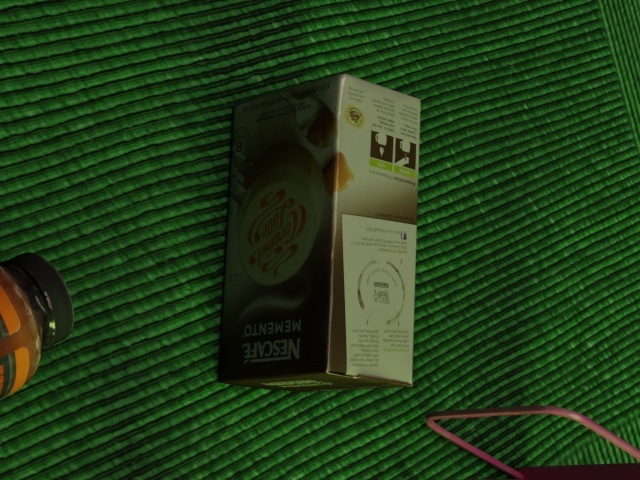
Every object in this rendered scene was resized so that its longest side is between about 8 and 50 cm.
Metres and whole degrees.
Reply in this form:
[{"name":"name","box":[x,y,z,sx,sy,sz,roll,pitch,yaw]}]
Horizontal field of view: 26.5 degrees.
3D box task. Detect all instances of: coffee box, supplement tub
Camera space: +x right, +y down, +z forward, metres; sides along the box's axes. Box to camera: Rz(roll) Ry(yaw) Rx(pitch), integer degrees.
[{"name":"coffee box","box":[0.000,0.000,1.145,0.098,0.141,0.246,13,74,-41]},{"name":"supplement tub","box":[-0.263,0.075,0.915,0.198,0.106,0.106,-27,101,-42]}]

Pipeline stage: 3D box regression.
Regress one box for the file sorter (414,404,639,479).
[{"name":"file sorter","box":[0.173,0.311,1.213,0.182,0.202,0.290,32,63,-31]}]
